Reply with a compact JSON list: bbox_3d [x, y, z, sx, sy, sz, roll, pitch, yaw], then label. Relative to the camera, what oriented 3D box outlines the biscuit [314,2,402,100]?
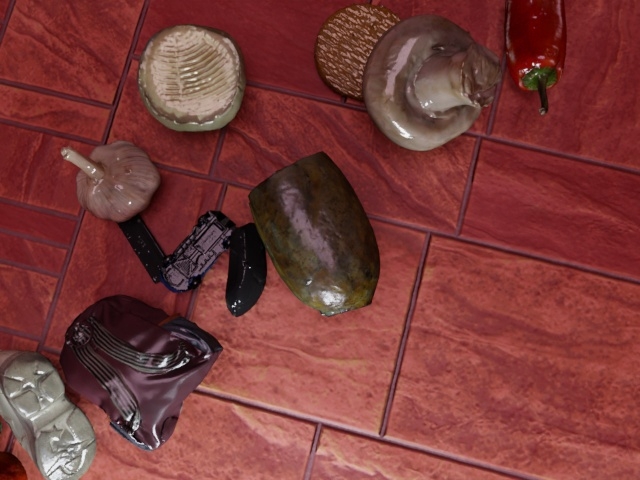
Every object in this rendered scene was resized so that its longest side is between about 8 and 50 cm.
[{"bbox_3d":[0.107,-0.457,1.470,0.254,0.035,0.253,0,83,1],"label":"biscuit"}]

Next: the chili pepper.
[{"bbox_3d":[0.501,-0.420,1.401,0.135,0.131,0.337,3,77,-22],"label":"chili pepper"}]

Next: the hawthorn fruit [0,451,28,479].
[{"bbox_3d":[-0.726,0.589,1.290,0.208,0.207,0.243,-11,99,1],"label":"hawthorn fruit"}]

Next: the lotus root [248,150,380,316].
[{"bbox_3d":[0.000,0.000,1.320,0.251,0.250,0.345,-24,87,-1],"label":"lotus root"}]

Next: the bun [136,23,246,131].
[{"bbox_3d":[-0.297,-0.371,1.416,0.260,0.152,0.259,0,94,-2],"label":"bun"}]

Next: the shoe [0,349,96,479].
[{"bbox_3d":[-0.627,0.378,1.339,0.132,0.211,0.341,-34,117,-38],"label":"shoe"}]

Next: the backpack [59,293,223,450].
[{"bbox_3d":[-0.409,0.259,1.310,0.317,0.197,0.283,32,87,8],"label":"backpack"}]

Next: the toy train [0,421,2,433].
[{"bbox_3d":[-0.835,0.358,1.319,0.159,0.188,0.271,-26,84,-1],"label":"toy train"}]

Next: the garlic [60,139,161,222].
[{"bbox_3d":[-0.485,-0.159,1.353,0.199,0.226,0.198,-7,67,16],"label":"garlic"}]

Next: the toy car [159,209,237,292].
[{"bbox_3d":[-0.281,0.030,1.404,0.103,0.063,0.216,40,86,7],"label":"toy car"}]

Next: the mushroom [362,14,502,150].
[{"bbox_3d":[0.244,-0.342,1.308,0.298,0.290,0.297,-3,100,-17],"label":"mushroom"}]

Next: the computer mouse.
[{"bbox_3d":[-0.161,0.067,1.367,0.074,0.122,0.216,2,84,14],"label":"computer mouse"}]

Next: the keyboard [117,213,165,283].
[{"bbox_3d":[-0.419,0.008,1.437,0.060,0.018,0.195,-34,82,5],"label":"keyboard"}]
